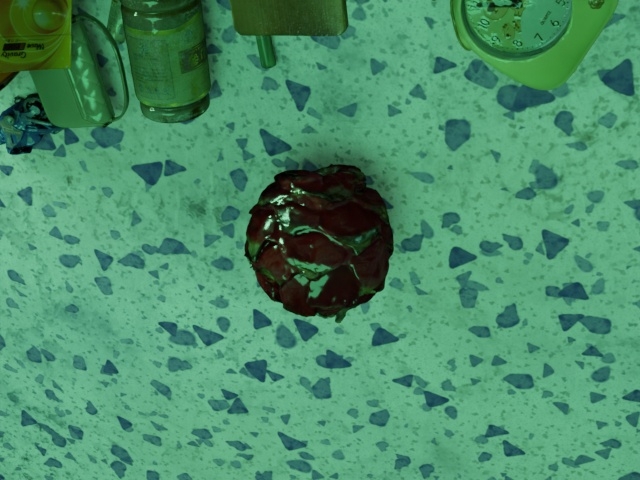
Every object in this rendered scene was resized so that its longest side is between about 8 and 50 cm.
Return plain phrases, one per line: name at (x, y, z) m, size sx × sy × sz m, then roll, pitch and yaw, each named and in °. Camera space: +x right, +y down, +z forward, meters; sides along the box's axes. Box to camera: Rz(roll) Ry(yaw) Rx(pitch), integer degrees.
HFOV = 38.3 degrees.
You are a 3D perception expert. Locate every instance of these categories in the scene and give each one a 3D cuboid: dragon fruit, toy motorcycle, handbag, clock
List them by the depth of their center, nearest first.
clock at (0.334, -0.415, 1.580) m, size 0.308 × 0.096 × 0.235 m, roll 27°, pitch 130°, yaw -3°
dragon fruit at (-0.003, -0.001, 1.866) m, size 0.329 × 0.329 × 0.329 m, roll 9°, pitch 127°, yaw 11°
handbag at (-0.491, -0.349, 1.891) m, size 0.219 × 0.079 × 0.256 m, roll 2°, pitch 125°, yaw 23°
toy motorcycle at (-0.653, -0.249, 2.033) m, size 0.205 × 0.076 × 0.114 m, roll -22°, pitch 125°, yaw 28°

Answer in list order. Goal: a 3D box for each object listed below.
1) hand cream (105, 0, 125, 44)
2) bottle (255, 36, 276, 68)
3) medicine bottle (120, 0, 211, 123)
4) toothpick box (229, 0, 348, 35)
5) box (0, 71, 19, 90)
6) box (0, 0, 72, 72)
hand cream at (-0.394, -0.457, 1.821) m, size 0.061 × 0.039 × 0.143 m, roll 29°, pitch 121°, yaw 8°
bottle at (-0.107, -0.377, 1.788) m, size 0.030 × 0.030 × 0.083 m, roll 1°, pitch 125°, yaw 17°
medicine bottle at (-0.296, -0.395, 1.756) m, size 0.151 × 0.151 × 0.322 m, roll 7°, pitch 127°, yaw 12°
toothpick box at (-0.022, -0.481, 1.506) m, size 0.188 × 0.308 × 0.190 m, roll 3°, pitch 127°, yaw 16°
box at (-0.750, -0.431, 1.822) m, size 0.341 × 0.143 × 0.225 m, roll 51°, pitch 157°, yaw -20°
box at (-0.542, -0.450, 1.725) m, size 0.152 × 0.043 × 0.269 m, roll -9°, pitch 125°, yaw -32°
